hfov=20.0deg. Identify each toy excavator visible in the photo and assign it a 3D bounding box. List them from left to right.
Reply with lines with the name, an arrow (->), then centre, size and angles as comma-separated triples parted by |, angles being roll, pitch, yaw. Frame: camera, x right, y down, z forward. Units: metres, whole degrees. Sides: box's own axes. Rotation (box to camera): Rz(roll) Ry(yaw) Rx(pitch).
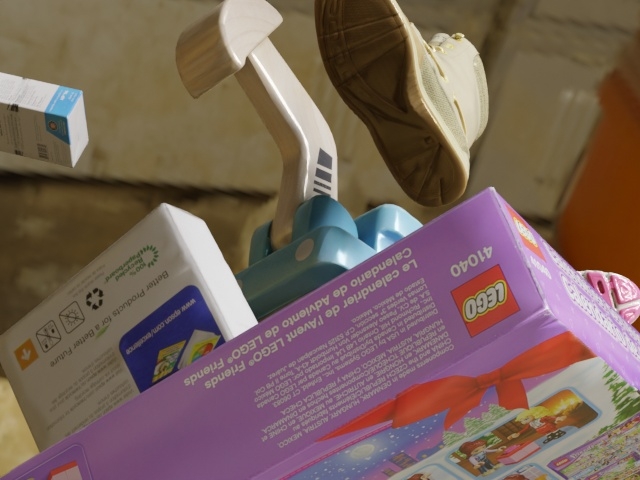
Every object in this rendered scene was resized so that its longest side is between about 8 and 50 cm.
toy excavator -> 0.000, 0.000, 1.989 | 0.433, 0.222, 0.445 | 35, 41, -31

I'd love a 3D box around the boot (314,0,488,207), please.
boot -> 0.091, -0.186, 1.859 | 0.262, 0.095, 0.203 | 60, 26, -15

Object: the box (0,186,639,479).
box -> -0.008, 0.108, 0.720 | 0.201, 0.293, 0.057 | 38, 25, -55

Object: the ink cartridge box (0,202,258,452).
ink cartridge box -> -0.084, 0.170, 1.242 | 0.069, 0.176, 0.371 | 27, 30, -56

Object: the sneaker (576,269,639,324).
sneaker -> 0.194, 0.069, 1.581 | 0.170, 0.063, 0.075 | -18, -4, -2

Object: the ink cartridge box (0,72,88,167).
ink cartridge box -> -0.197, -0.081, 1.188 | 0.083, 0.048, 0.028 | 13, 49, 10
